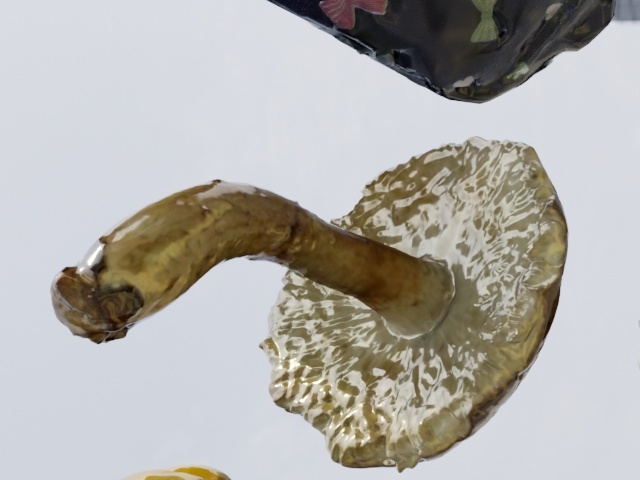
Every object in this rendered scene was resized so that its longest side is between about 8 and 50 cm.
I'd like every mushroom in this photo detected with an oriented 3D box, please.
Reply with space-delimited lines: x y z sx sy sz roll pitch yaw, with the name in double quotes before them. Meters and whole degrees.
"mushroom" 0.031 0.015 0.716 0.233 0.208 0.302 -63 -21 -3

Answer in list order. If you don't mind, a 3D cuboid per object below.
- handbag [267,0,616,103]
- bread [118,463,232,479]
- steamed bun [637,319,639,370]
"handbag" 0.024 -0.158 0.428 0.260 0.162 0.113 22 -134 -25
"bread" -0.096 0.270 0.696 0.121 0.311 0.173 14 -54 -25
"steamed bun" 0.461 0.125 1.238 0.310 0.324 0.219 7 -52 -49
